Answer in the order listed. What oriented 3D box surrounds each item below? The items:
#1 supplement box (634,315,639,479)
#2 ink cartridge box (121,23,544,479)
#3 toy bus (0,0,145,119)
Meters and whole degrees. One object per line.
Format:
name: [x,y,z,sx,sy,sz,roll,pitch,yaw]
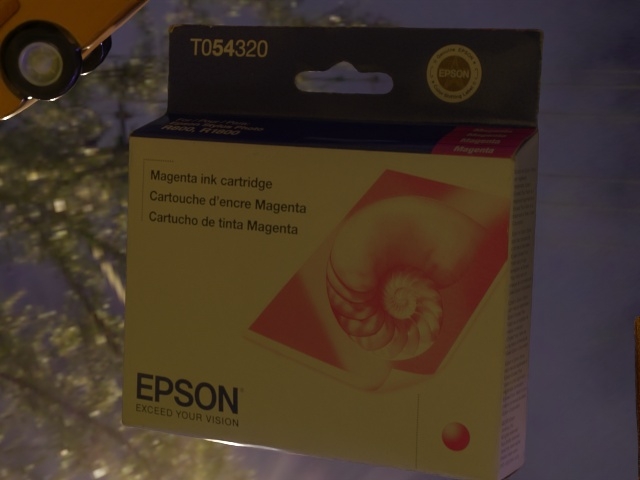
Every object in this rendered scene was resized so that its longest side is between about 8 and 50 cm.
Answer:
supplement box: [0.331,0.135,0.959,0.194,0.191,0.129,-16,-61,21]
ink cartridge box: [0.000,0.000,1.058,0.324,0.071,0.330,4,-83,25]
toy bus: [-0.115,-0.226,0.883,0.332,0.108,0.130,-40,-79,14]
